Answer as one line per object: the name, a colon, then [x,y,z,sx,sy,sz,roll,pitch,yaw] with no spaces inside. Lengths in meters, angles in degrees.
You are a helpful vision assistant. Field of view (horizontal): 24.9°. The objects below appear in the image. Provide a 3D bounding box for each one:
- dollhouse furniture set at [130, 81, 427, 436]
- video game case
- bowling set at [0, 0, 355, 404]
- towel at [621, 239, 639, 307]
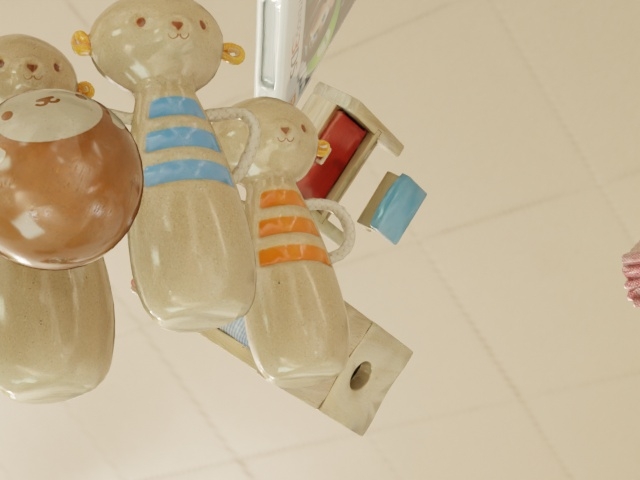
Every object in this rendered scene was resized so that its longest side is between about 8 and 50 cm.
dollhouse furniture set: [0.000,0.000,0.918,0.129,0.184,0.129,29,174,35]
video game case: [0.013,-0.179,0.822,0.022,0.190,0.173,24,154,8]
bowling set: [-0.093,-0.037,0.513,0.200,0.287,0.154,135,129,-58]
towel: [0.373,-0.005,0.948,0.329,0.237,0.037,-8,93,20]
